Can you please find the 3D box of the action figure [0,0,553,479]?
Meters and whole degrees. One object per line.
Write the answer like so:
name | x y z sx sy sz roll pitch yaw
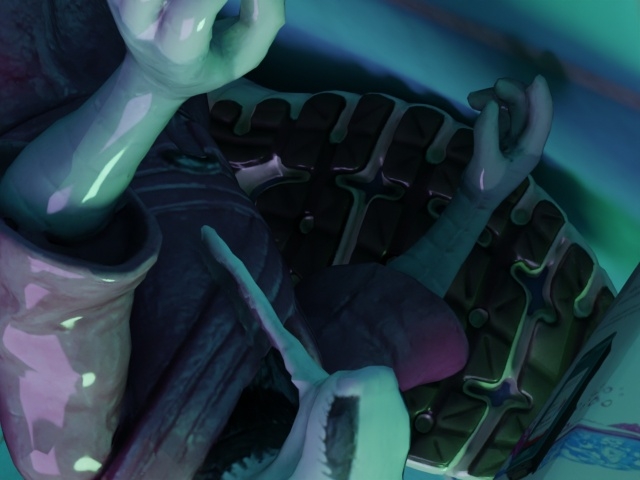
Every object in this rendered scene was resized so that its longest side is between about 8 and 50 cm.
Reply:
action figure | -0.083 -0.002 0.522 0.248 0.276 0.370 29 -154 -52

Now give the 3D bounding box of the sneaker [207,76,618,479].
sneaker | 0.000 0.000 0.725 0.330 0.130 0.147 31 178 31

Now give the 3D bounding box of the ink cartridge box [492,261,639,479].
ink cartridge box | 0.116 0.107 0.526 0.134 0.231 0.078 36 164 0
